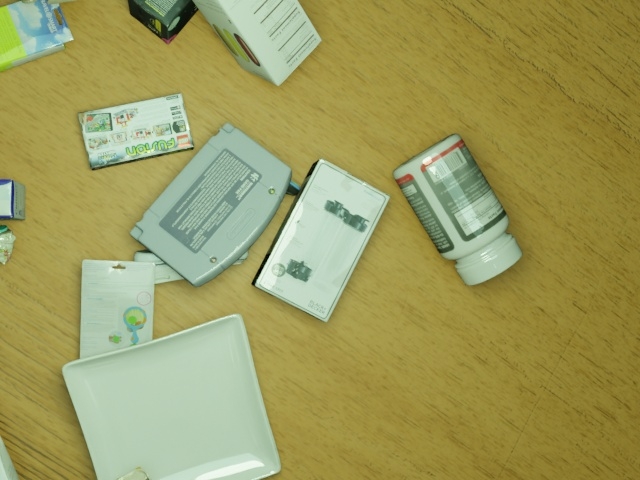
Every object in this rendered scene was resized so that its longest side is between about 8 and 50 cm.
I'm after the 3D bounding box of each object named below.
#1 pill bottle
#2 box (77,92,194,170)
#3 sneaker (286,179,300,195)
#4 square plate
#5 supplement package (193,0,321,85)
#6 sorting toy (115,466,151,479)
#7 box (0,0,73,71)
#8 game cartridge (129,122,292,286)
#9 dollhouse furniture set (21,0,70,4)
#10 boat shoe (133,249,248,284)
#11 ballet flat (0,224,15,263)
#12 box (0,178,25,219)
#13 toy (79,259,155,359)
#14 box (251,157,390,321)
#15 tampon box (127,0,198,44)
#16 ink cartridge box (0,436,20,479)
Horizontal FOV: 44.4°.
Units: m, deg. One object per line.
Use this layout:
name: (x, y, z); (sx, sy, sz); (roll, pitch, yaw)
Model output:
pill bottle: (0.285, -0.062, 1.612); (0.161, 0.161, 0.283); (-32, 94, -10)
box: (-0.366, -0.217, 1.561); (0.206, 0.036, 0.114); (-13, 90, -11)
sneaker: (-0.135, -0.100, 1.588); (0.188, 0.067, 0.078); (-1, 90, -4)
square plate: (-0.282, 0.344, 1.526); (0.347, 0.049, 0.344); (-16, 103, -10)
supplement package: (-0.131, -0.440, 1.502); (0.134, 0.139, 0.244); (-48, 135, -9)
sorting toy: (-0.349, 0.479, 1.487); (0.083, 0.045, 0.075); (-27, 112, -6)
box: (-0.583, -0.404, 1.524); (0.178, 0.042, 0.109); (-23, 93, -11)
game cartridge: (-0.199, -0.064, 1.510); (0.196, 0.060, 0.294); (37, 78, 14)
dollhouse furniture set: (-0.543, -0.533, 1.460); (0.144, 0.123, 0.151); (-12, 132, -9)
boat shoe: (-0.254, 0.050, 1.559); (0.226, 0.083, 0.076); (-3, 100, 1)
ballet flat: (-0.697, 0.019, 1.472); (0.240, 0.091, 0.077); (-3, 111, -7)
box: (-0.625, -0.075, 1.456); (0.126, 0.137, 0.072); (0, 89, -10)
toy: (-0.396, 0.156, 1.531); (0.136, 0.056, 0.237); (3, 93, -9)
box: (0.000, 0.000, 1.595); (0.169, 0.087, 0.290); (27, 84, -8)
tampon box: (-0.289, -0.491, 1.542); (0.101, 0.120, 0.161); (38, 82, -6)
ink cartridge box: (-0.721, 0.445, 1.403); (0.308, 0.091, 0.385); (-20, 105, -12)
